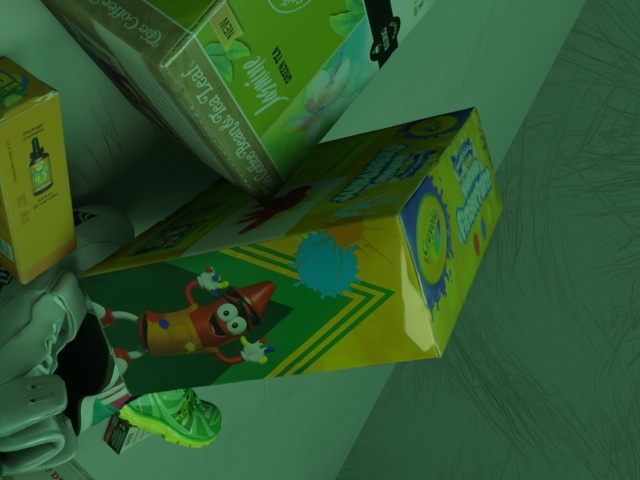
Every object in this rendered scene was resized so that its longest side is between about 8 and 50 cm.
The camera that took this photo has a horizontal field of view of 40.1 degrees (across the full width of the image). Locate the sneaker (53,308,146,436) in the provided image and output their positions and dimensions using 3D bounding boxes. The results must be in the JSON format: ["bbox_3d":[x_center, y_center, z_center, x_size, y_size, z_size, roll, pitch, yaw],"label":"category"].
[{"bbox_3d":[-0.271,0.155,1.214,0.178,0.124,0.295,-33,167,-38],"label":"sneaker"}]

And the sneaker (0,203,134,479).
[{"bbox_3d":[-0.309,0.119,0.973,0.366,0.210,0.137,-40,157,-32],"label":"sneaker"}]

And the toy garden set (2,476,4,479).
[{"bbox_3d":[-0.432,0.266,1.119,0.204,0.049,0.244,-71,173,-50],"label":"toy garden set"}]

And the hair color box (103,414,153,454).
[{"bbox_3d":[-0.308,0.312,1.541,0.141,0.043,0.072,-24,145,-55],"label":"hair color box"}]

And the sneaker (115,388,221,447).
[{"bbox_3d":[-0.241,0.259,1.445,0.124,0.109,0.295,-56,146,-4],"label":"sneaker"}]

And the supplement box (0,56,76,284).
[{"bbox_3d":[-0.304,-0.064,0.878,0.078,0.080,0.233,-40,158,-35],"label":"supplement box"}]

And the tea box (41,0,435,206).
[{"bbox_3d":[-0.070,-0.261,0.857,0.324,0.220,0.329,-50,161,-6],"label":"tea box"}]

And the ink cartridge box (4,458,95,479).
[{"bbox_3d":[-0.431,0.395,1.236,0.218,0.158,0.092,-42,156,-28],"label":"ink cartridge box"}]

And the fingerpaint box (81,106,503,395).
[{"bbox_3d":[0.000,0.000,1.073,0.445,0.370,0.163,-49,125,-62],"label":"fingerpaint box"}]
